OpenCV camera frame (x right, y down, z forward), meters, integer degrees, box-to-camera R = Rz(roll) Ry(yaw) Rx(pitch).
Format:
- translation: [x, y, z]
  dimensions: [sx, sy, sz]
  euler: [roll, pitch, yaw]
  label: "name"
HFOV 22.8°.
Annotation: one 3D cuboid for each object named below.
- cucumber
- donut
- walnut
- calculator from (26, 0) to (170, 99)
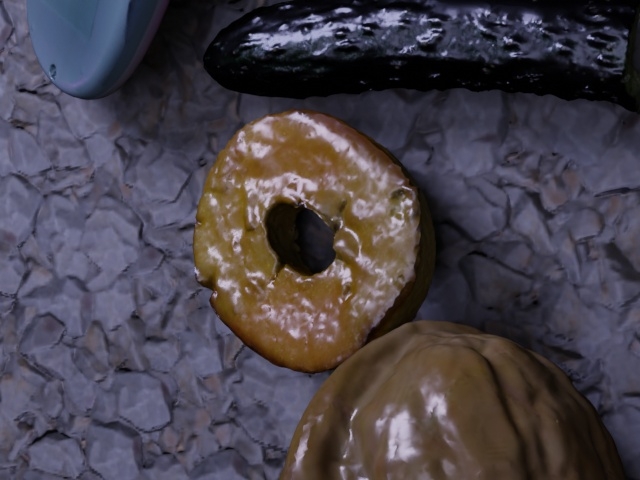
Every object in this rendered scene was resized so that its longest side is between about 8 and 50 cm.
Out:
- translation: [0.059, -0.127, 1.017]
  dimensions: [0.303, 0.072, 0.081]
  euler: [6, 96, 25]
  label: "cucumber"
- translation: [0.000, 0.000, 1.047]
  dimensions: [0.162, 0.065, 0.178]
  euler: [-49, 61, 18]
  label: "donut"
- translation: [0.076, 0.174, 0.953]
  dimensions: [0.224, 0.257, 0.257]
  euler: [-26, 82, 56]
  label: "walnut"
- translation: [-0.140, -0.241, 1.075]
  dimensions: [0.185, 0.041, 0.299]
  euler: [43, 122, 45]
  label: "calculator"
